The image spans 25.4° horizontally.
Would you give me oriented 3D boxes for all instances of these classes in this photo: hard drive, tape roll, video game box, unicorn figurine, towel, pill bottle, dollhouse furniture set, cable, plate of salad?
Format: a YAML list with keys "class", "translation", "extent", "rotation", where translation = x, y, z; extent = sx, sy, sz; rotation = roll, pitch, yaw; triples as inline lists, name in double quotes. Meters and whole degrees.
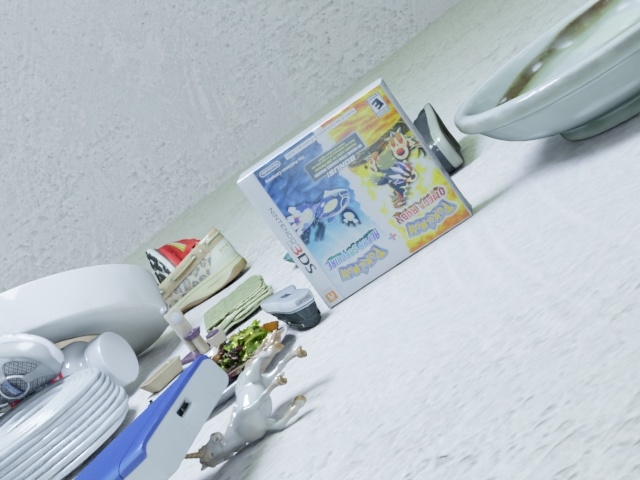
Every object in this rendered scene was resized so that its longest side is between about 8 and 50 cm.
- class: "hard drive"
  translation: [-0.221, 0.252, 1.287]
  extent: [0.319, 0.040, 0.210]
  rotation: [-45, 5, 19]
- class: "tape roll"
  translation: [-0.416, 0.156, 2.122]
  extent: [0.392, 0.072, 0.392]
  rotation: [-23, -16, -7]
- class: "video game box"
  translation: [0.039, -0.052, 1.631]
  extent: [0.205, 0.187, 0.048]
  rotation: [-34, 12, 13]
- class: "unicorn figurine"
  translation: [-0.065, 0.156, 1.348]
  extent: [0.111, 0.060, 0.162]
  rotation: [-41, 8, 25]
- class: "towel"
  translation: [-0.116, 0.093, 1.993]
  extent: [0.110, 0.027, 0.148]
  rotation: [-37, 10, -4]
- class: "pill bottle"
  translation: [-0.352, 0.206, 2.028]
  extent: [0.180, 0.108, 0.108]
  rotation: [-33, 9, 23]
- class: "dollhouse furniture set"
  translation: [-0.202, 0.139, 1.890]
  extent: [0.114, 0.081, 0.091]
  rotation: [-43, 11, -37]
- class: "cable"
  translation: [-0.366, 0.261, 1.848]
  extent: [0.257, 0.089, 0.257]
  rotation: [-33, 9, 17]
- class: "plate of salad"
  translation: [-0.124, 0.151, 1.639]
  extent: [0.200, 0.048, 0.200]
  rotation: [-35, 9, 6]

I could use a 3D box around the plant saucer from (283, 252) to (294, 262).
- class: "plant saucer"
  translation: [0.000, 0.000, 2.054]
  extent: [0.119, 0.021, 0.119]
  rotation: [-36, 8, 6]

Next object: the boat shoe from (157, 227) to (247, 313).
- class: "boat shoe"
  translation: [-0.253, 0.081, 2.373]
  extent: [0.285, 0.089, 0.104]
  rotation: [-34, 9, 18]

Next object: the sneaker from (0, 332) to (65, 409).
- class: "sneaker"
  translation: [-0.460, 0.221, 1.917]
  extent: [0.281, 0.105, 0.115]
  rotation: [-28, 44, 19]

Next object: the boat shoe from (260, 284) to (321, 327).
- class: "boat shoe"
  translation: [-0.035, 0.081, 1.681]
  extent: [0.049, 0.040, 0.142]
  rotation: [-31, 8, -13]

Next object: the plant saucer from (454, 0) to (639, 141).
- class: "plant saucer"
  translation: [0.341, -0.212, 1.605]
  extent: [0.400, 0.100, 0.400]
  rotation: [-36, 9, 6]

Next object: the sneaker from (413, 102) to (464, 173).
- class: "sneaker"
  translation: [0.130, -0.123, 2.002]
  extent: [0.118, 0.083, 0.222]
  rotation: [-35, 10, 10]

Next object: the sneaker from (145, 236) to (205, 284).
- class: "sneaker"
  translation: [-0.246, 0.035, 2.578]
  extent: [0.118, 0.107, 0.279]
  rotation: [-27, 10, -4]
